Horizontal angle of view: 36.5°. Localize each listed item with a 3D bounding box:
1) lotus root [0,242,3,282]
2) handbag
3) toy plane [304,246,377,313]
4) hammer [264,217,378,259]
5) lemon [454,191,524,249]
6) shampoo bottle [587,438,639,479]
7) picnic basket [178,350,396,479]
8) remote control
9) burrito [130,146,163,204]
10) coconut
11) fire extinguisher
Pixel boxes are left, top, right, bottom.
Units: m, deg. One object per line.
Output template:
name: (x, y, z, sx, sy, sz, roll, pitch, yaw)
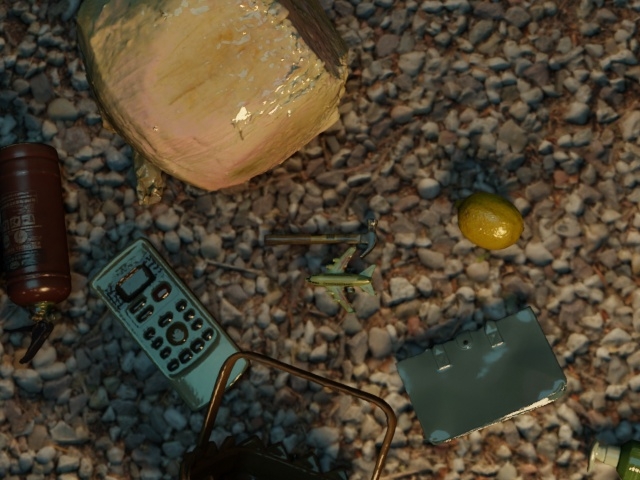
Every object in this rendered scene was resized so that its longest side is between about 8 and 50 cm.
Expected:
lotus root: (-0.565, 0.029, 1.586, 0.081, 0.089, 0.179, -17, 81, 38)
handbag: (0.234, 0.198, 1.420, 0.221, 0.057, 0.144, -25, 68, 6)
toy plane: (0.032, 0.061, 1.489, 0.111, 0.040, 0.102, 0, 82, 13)
hammer: (0.000, 0.000, 1.522, 0.182, 0.017, 0.062, -2, 78, 12)
lemon: (0.248, -0.030, 1.446, 0.111, 0.082, 0.082, 24, 84, 13)
shampoo bottle: (0.474, 0.319, 1.342, 0.205, 0.065, 0.065, 14, 81, 13)
picnic basket: (-0.058, 0.334, 1.321, 0.254, 0.291, 0.320, 19, 92, 14)
remote control: (-0.237, 0.131, 1.528, 0.123, 0.038, 0.285, -41, 74, 0)
burrito: (-0.284, -0.129, 1.589, 0.055, 0.041, 0.149, -5, 74, -4)
coconut: (-0.176, -0.261, 1.423, 0.405, 0.404, 0.404, -2, 78, 10)
fire extinguisher: (-0.471, 0.023, 1.569, 0.138, 0.102, 0.343, -16, 76, 29)
